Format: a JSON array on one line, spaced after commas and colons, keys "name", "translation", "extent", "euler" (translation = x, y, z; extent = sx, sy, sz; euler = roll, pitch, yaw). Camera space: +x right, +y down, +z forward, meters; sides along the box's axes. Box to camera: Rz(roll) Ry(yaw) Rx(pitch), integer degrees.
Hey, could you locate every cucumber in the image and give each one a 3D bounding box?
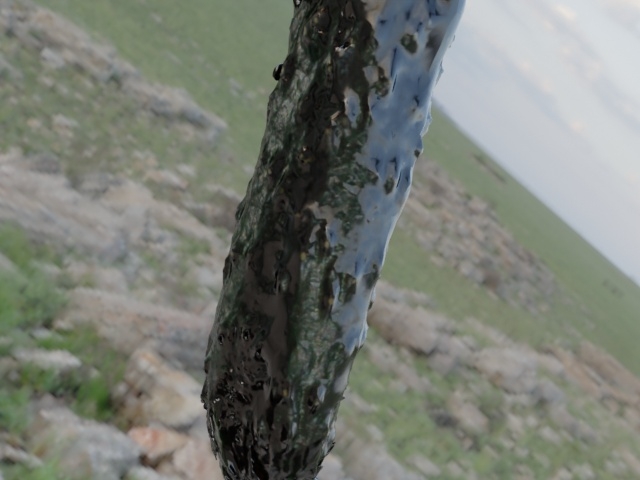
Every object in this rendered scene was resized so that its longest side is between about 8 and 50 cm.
[{"name": "cucumber", "translation": [0.000, 0.000, 0.363], "extent": [0.053, 0.181, 0.053], "euler": [12, 16, -3]}]
